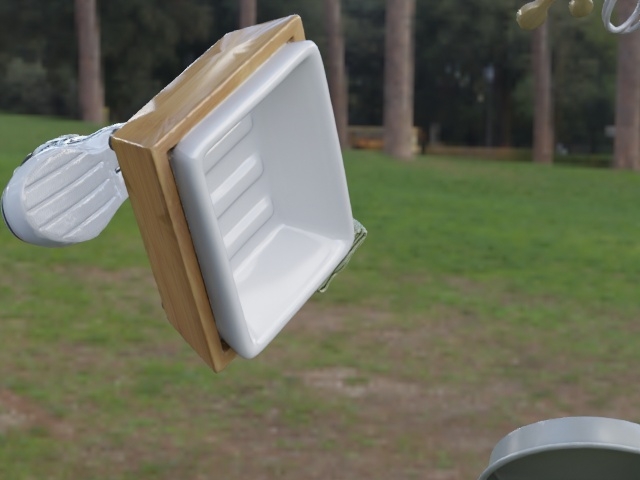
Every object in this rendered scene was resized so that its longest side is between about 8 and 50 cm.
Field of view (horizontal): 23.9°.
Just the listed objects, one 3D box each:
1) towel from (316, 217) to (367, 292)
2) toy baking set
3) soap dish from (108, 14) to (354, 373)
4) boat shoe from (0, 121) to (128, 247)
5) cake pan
[{"bbox_3d":[0.000,0.000,1.976,0.027,0.110,0.148,38,6,-35],"label":"towel"},{"bbox_3d":[0.283,-0.283,1.463,0.256,0.196,0.030,2,45,-23],"label":"toy baking set"},{"bbox_3d":[-0.082,-0.048,1.488,0.118,0.291,0.229,19,49,30],"label":"soap dish"},{"bbox_3d":[-0.323,-0.062,1.883,0.119,0.121,0.335,-11,11,20],"label":"boat shoe"},{"bbox_3d":[0.352,0.317,2.004,0.293,0.054,0.293,4,-35,3],"label":"cake pan"}]
